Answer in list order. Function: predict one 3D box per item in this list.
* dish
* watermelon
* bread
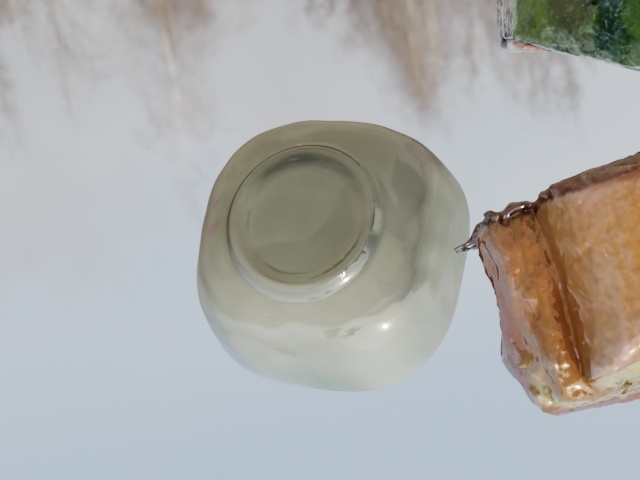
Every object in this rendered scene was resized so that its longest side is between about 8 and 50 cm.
[{"bbox_3d":[0.000,0.000,1.439,0.256,0.256,0.117,-7,158,14],"label":"dish"},{"bbox_3d":[0.227,-0.228,1.307,0.289,0.320,0.214,6,142,-28],"label":"watermelon"},{"bbox_3d":[0.208,0.012,0.957,0.244,0.123,0.190,-19,165,3],"label":"bread"}]
